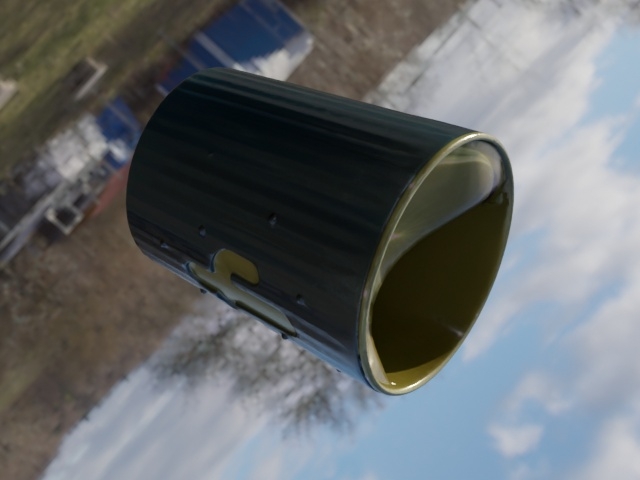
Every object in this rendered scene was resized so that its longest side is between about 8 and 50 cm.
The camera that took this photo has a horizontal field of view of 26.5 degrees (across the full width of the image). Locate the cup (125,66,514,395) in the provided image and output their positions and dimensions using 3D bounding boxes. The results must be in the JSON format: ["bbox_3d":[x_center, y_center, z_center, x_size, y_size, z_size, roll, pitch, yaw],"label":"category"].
[{"bbox_3d":[0.000,0.000,0.681,0.131,0.155,0.176,-50,148,-27],"label":"cup"}]
